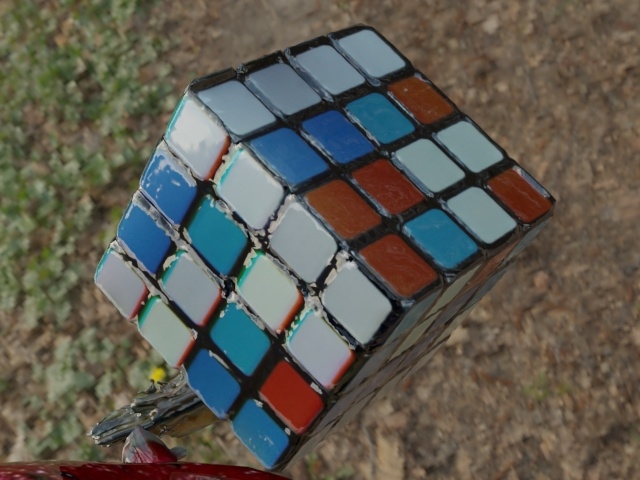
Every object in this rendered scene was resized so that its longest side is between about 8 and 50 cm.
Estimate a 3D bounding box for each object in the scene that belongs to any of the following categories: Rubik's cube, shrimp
[{"bbox_3d":[0.000,0.000,0.699,0.155,0.151,0.154,47,40,14],"label":"Rubik's cube"},{"bbox_3d":[-0.092,0.075,1.001,0.219,0.152,0.046,-28,20,-10],"label":"shrimp"}]

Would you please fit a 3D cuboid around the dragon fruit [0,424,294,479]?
[{"bbox_3d":[-0.038,0.179,0.377,0.386,0.371,0.249,7,80,-12],"label":"dragon fruit"}]
